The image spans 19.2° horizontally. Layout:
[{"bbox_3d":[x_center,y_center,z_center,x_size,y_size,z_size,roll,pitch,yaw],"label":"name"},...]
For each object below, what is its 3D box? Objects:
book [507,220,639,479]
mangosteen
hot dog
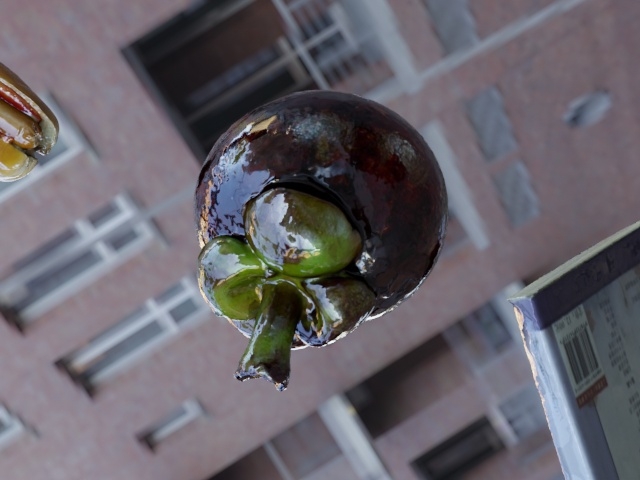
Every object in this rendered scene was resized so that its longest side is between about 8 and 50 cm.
[{"bbox_3d":[0.155,0.115,0.864,0.157,0.026,0.231,-25,-82,-56],"label":"book"},{"bbox_3d":[0.000,-0.010,1.193,0.172,0.172,0.184,58,-168,-14],"label":"mangosteen"},{"bbox_3d":[-0.330,-0.136,1.647,0.236,0.092,0.062,31,166,16],"label":"hot dog"}]
